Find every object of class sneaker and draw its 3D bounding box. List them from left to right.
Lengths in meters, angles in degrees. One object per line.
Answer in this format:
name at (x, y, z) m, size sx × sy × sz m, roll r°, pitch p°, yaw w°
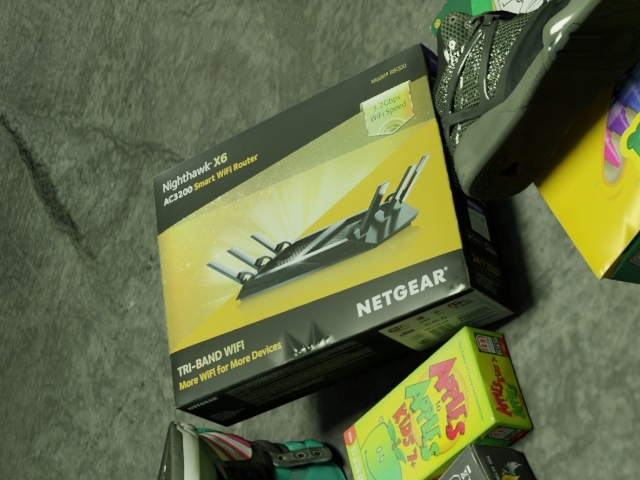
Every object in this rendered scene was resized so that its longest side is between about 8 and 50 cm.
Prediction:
sneaker at (-0.062, 0.238, 1.336) m, size 0.295 × 0.179 × 0.123 m, roll -157°, pitch 80°, yaw -86°
sneaker at (0.151, -0.146, 1.043) m, size 0.227 × 0.087 × 0.130 m, roll -54°, pitch 47°, yaw 42°

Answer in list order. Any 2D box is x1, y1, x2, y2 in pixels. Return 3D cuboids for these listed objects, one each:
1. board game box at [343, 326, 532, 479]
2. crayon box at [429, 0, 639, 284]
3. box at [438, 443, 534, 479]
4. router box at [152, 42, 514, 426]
board game box at (0.095, 0.161, 1.254) m, size 0.181 × 0.043 × 0.092 m, roll -47°, pitch 44°, yaw 38°
crayon box at (0.264, -0.198, 1.064) m, size 0.363 × 0.106 × 0.313 m, roll -57°, pitch 38°, yaw 28°
box at (0.128, 0.304, 1.145) m, size 0.183 × 0.056 × 0.231 m, roll -56°, pitch 39°, yaw 30°
router box at (0.000, 0.000, 1.312) m, size 0.309 × 0.081 × 0.242 m, roll -25°, pitch 58°, yaw 26°
